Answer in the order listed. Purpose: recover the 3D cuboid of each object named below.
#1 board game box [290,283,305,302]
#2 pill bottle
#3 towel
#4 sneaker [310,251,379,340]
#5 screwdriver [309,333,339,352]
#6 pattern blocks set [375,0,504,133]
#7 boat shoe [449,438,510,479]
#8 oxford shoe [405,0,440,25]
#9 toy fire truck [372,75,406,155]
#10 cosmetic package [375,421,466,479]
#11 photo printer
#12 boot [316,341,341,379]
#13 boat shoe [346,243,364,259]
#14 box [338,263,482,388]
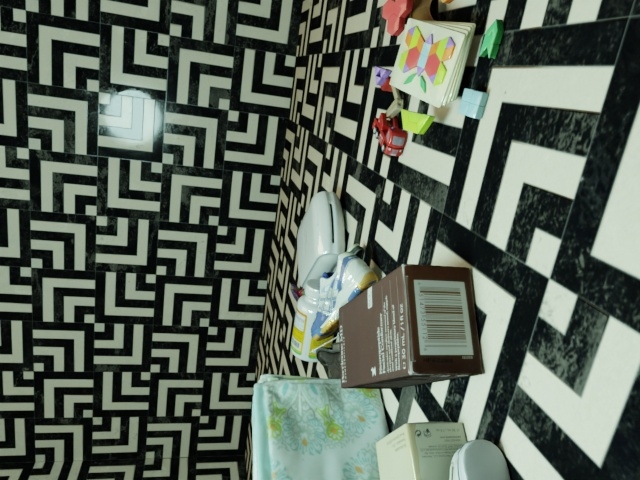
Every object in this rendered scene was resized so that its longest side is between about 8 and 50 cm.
[{"bbox_3d":[-0.039,0.208,1.769,0.033,0.168,0.133,-40,42,12],"label":"board game box"},{"bbox_3d":[-0.015,0.255,1.624,0.136,0.136,0.246,-123,40,-67],"label":"pill bottle"},{"bbox_3d":[0.010,0.474,1.095,0.090,0.320,0.375,112,158,-43],"label":"towel"},{"bbox_3d":[0.045,0.153,1.367,0.131,0.111,0.296,52,127,25],"label":"sneaker"},{"bbox_3d":[0.040,0.274,1.404,0.025,0.169,0.024,52,-169,-55],"label":"screwdriver"},{"bbox_3d":[0.208,-0.352,0.968,0.325,0.026,0.286,25,114,55],"label":"pattern blocks set"},{"bbox_3d":[0.230,0.430,0.712,0.088,0.096,0.268,109,161,-55],"label":"boat shoe"},{"bbox_3d":[0.223,-0.412,1.053,0.076,0.076,0.212,-1,97,36],"label":"oxford shoe"},{"bbox_3d":[0.176,-0.311,1.234,0.192,0.047,0.135,-103,24,-48],"label":"toy fire truck"},{"bbox_3d":[0.187,0.478,0.828,0.160,0.113,0.310,114,157,-52],"label":"cosmetic package"},{"bbox_3d":[0.000,0.000,1.700,0.307,0.107,0.256,119,152,-59],"label":"photo printer"},{"bbox_3d":[0.050,0.414,1.416,0.263,0.091,0.229,131,142,-63],"label":"boot"},{"bbox_3d":[0.087,0.123,1.435,0.079,0.084,0.233,28,110,34],"label":"boat shoe"},{"bbox_3d":[0.153,0.188,0.997,0.381,0.143,0.191,124,147,-66],"label":"box"}]
